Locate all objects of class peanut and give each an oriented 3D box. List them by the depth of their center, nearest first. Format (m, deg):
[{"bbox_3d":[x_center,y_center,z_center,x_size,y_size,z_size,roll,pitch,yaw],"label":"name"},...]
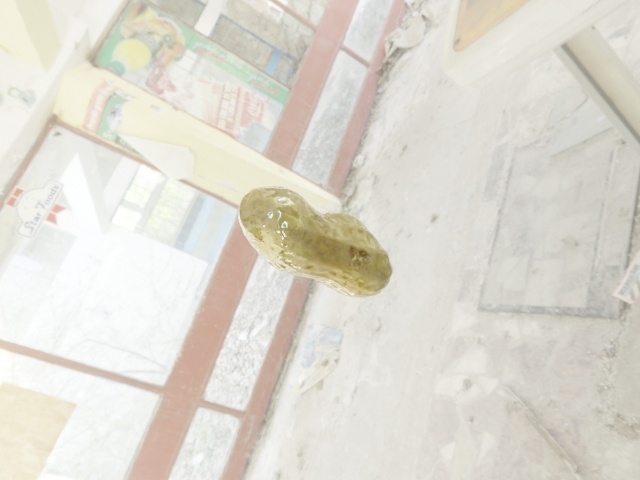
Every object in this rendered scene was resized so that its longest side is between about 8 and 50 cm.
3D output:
[{"bbox_3d":[0.000,0.000,0.610,0.111,0.274,0.125,-22,50,46],"label":"peanut"}]
